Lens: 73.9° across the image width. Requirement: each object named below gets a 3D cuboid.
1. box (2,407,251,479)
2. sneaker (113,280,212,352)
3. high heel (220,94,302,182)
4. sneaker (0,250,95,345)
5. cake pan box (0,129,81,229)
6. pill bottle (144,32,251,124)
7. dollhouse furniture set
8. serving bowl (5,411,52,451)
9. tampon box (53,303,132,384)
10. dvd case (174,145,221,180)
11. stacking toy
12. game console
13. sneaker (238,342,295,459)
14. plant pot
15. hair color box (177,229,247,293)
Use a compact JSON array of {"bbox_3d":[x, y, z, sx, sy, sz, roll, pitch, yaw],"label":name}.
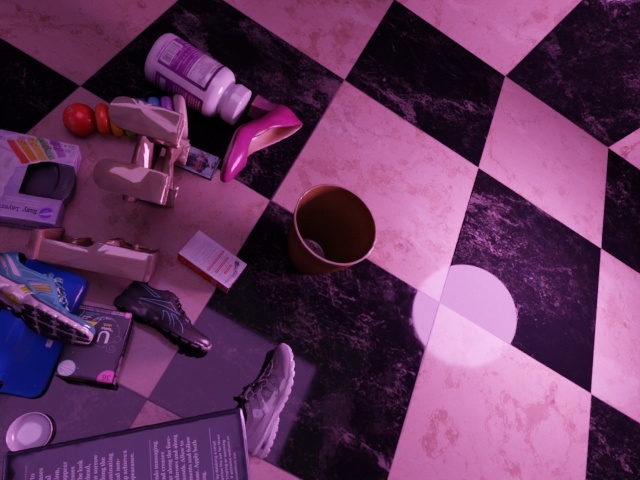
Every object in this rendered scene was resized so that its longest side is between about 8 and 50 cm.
[{"bbox_3d":[-0.361,0.484,0.844,0.394,0.293,0.212,-2,68,-23],"label":"box"},{"bbox_3d":[-0.382,0.188,1.081,0.267,0.101,0.106,34,57,-6],"label":"sneaker"},{"bbox_3d":[-0.186,-0.309,1.372,0.181,0.127,0.378,26,62,-12],"label":"high heel"},{"bbox_3d":[-0.594,0.120,0.914,0.275,0.107,0.110,39,40,-5],"label":"sneaker"},{"bbox_3d":[-0.778,-0.156,1.094,0.266,0.070,0.246,11,66,-18],"label":"cake pan box"},{"bbox_3d":[-0.380,-0.500,1.351,0.301,0.169,0.169,31,59,-7],"label":"pill bottle"},{"bbox_3d":[-0.496,-0.126,1.039,0.256,0.362,0.395,14,89,-15],"label":"dollhouse furniture set"},{"bbox_3d":[-0.626,0.416,0.920,0.083,0.027,0.084,8,65,-18],"label":"serving bowl"},{"bbox_3d":[-0.522,0.248,0.995,0.120,0.101,0.161,13,63,-16],"label":"tampon box"},{"bbox_3d":[-0.380,-0.244,1.325,0.119,0.013,0.087,22,61,-13],"label":"dvd case"},{"bbox_3d":[-0.562,-0.353,1.237,0.329,0.141,0.141,-6,70,-20],"label":"stacking toy"},{"bbox_3d":[-0.738,0.187,0.979,0.250,0.173,0.294,36,53,-41],"label":"game console"},{"bbox_3d":[-0.146,0.392,1.082,0.115,0.105,0.282,23,61,-12],"label":"sneaker"},{"bbox_3d":[0.000,0.000,1.230,0.236,0.254,0.238,8,65,-19],"label":"plant pot"},{"bbox_3d":[-0.304,0.060,1.197,0.167,0.053,0.093,36,58,-2],"label":"hair color box"}]
